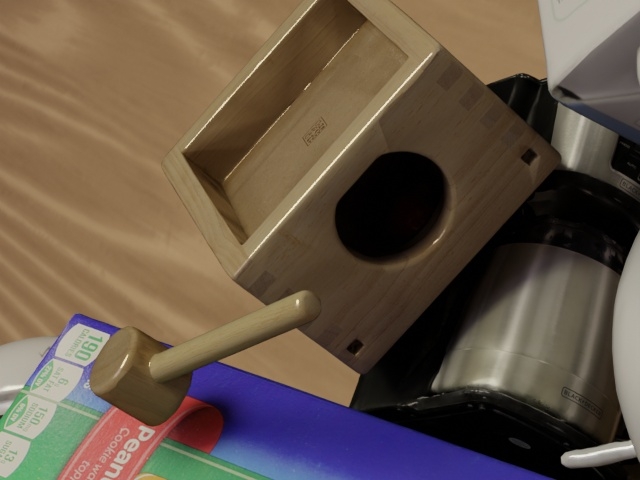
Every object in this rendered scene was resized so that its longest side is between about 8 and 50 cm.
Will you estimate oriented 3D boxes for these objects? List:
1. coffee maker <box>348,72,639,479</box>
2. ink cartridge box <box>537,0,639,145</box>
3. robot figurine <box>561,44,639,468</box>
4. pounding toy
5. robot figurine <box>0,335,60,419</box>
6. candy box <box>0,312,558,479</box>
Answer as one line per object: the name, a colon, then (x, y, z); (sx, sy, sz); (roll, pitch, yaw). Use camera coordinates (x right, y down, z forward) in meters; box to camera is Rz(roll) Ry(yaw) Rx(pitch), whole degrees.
coffee maker: (0.081, 0.020, 0.814); (0.171, 0.120, 0.178); (2, 60, 34)
ink cartridge box: (0.221, -0.251, 0.772); (0.270, 0.151, 0.395); (-40, 38, 37)
robot figurine: (0.235, -0.001, 0.560); (0.353, 0.200, 0.300); (-50, 61, 21)
pounding toy: (-0.001, 0.008, 0.748); (0.206, 0.094, 0.181); (-48, 30, 7)
robot figurine: (-0.156, 0.188, 0.999); (0.209, 0.173, 0.278); (-28, 48, 34)
candy box: (-0.041, 0.202, 0.733); (0.317, 0.122, 0.268); (16, 62, 33)
